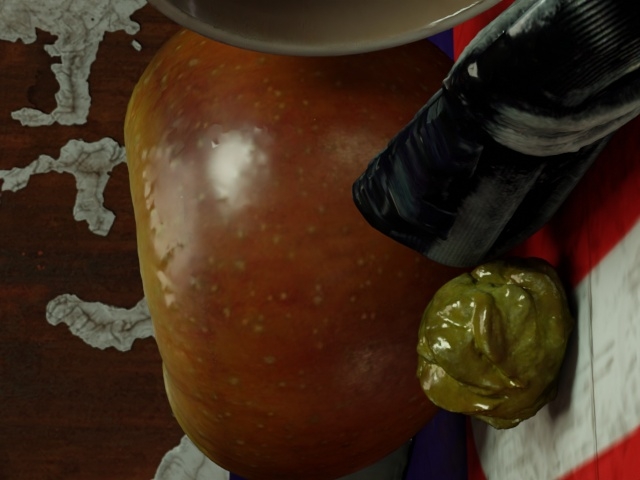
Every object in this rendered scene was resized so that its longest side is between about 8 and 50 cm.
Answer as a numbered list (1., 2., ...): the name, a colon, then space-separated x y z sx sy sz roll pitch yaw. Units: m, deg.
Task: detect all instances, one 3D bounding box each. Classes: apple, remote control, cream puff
1. apple: 0.000 0.000 0.830 0.210 0.173 0.235 -103 6 -49
2. remote control: 0.074 -0.039 0.601 0.066 0.090 0.266 48 167 2
3. cream puff: 0.072 0.042 0.686 0.058 0.083 0.083 47 142 16

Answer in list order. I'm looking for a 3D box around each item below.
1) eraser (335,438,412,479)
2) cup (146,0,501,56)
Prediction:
1. eraser: 0.007 0.127 1.110 0.352 0.077 0.111 98 170 -48
2. cup: 0.018 -0.227 0.672 0.253 0.191 0.200 -39 46 35
